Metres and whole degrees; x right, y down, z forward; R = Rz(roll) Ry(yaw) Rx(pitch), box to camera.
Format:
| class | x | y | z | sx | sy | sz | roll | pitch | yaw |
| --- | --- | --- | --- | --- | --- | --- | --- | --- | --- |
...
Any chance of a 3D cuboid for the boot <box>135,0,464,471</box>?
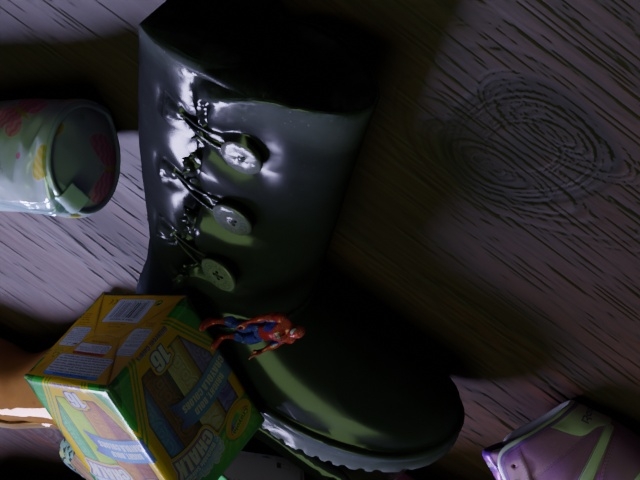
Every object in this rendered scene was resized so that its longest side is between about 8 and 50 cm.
| class | x | y | z | sx | sy | sz | roll | pitch | yaw |
| --- | --- | --- | --- | --- | --- | --- | --- | --- | --- |
| boot | -0.002 | 0.000 | 1.500 | 0.367 | 0.146 | 0.445 | 20 | 137 | 7 |

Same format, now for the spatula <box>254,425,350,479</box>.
| class | x | y | z | sx | sy | sz | roll | pitch | yaw |
| --- | --- | --- | --- | --- | --- | --- | --- | --- | --- |
| spatula | -0.098 | 0.209 | 1.860 | 0.296 | 0.030 | 0.084 | 25 | 139 | 3 |

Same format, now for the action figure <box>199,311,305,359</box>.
| class | x | y | z | sx | sy | sz | roll | pitch | yaw |
| --- | --- | --- | --- | --- | --- | --- | --- | --- | --- |
| action figure | -0.059 | 0.084 | 1.486 | 0.115 | 0.030 | 0.038 | -7 | 120 | 38 |

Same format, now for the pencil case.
| class | x | y | z | sx | sy | sz | roll | pitch | yaw |
| --- | --- | --- | --- | --- | --- | --- | --- | --- | --- |
| pencil case | -0.330 | -0.079 | 1.603 | 0.273 | 0.124 | 0.113 | -1 | 133 | 30 |

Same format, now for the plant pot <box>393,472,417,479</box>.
| class | x | y | z | sx | sy | sz | roll | pitch | yaw |
| --- | --- | --- | --- | --- | --- | --- | --- | --- | --- |
| plant pot | 0.116 | 0.362 | 1.792 | 0.180 | 0.201 | 0.201 | 40 | 143 | 9 |

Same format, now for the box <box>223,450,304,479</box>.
| class | x | y | z | sx | sy | sz | roll | pitch | yaw |
| --- | --- | --- | --- | --- | --- | --- | --- | --- | --- |
| box | -0.118 | 0.361 | 1.914 | 0.148 | 0.127 | 0.232 | 9 | 136 | -12 |

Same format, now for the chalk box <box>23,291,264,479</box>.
| class | x | y | z | sx | sy | sz | roll | pitch | yaw |
| --- | --- | --- | --- | --- | --- | --- | --- | --- | --- |
| chalk box | -0.158 | 0.171 | 1.574 | 0.132 | 0.132 | 0.213 | 0 | 129 | 43 |

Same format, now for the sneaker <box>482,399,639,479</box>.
| class | x | y | z | sx | sy | sz | roll | pitch | yaw |
| --- | --- | --- | --- | --- | --- | --- | --- | --- | --- |
| sneaker | 0.208 | 0.287 | 1.639 | 0.161 | 0.102 | 0.282 | 34 | 97 | 3 |

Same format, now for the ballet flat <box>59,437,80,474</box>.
| class | x | y | z | sx | sy | sz | roll | pitch | yaw |
| --- | --- | --- | --- | --- | --- | --- | --- | --- | --- |
| ballet flat | -0.236 | 0.281 | 1.989 | 0.188 | 0.070 | 0.070 | 15 | 140 | 7 |

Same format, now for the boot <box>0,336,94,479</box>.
| class | x | y | z | sx | sy | sz | roll | pitch | yaw |
| --- | --- | --- | --- | --- | --- | --- | --- | --- | --- |
| boot | -0.292 | 0.144 | 1.848 | 0.283 | 0.109 | 0.220 | 39 | 133 | 10 |
